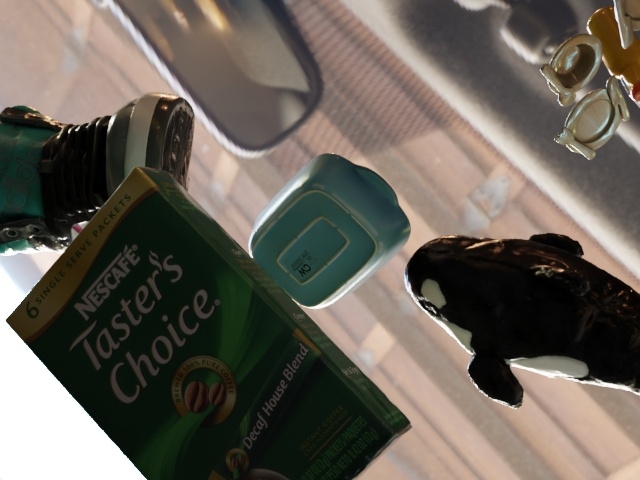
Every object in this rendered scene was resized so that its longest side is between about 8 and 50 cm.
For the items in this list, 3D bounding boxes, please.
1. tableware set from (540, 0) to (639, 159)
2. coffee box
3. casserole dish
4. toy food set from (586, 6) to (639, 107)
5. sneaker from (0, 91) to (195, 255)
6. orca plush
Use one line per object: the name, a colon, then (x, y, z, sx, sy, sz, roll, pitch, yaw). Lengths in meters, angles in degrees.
tableware set: (0.257, -0.151, 0.895, 0.141, 0.169, 0.020, 44, 5, -45)
coffee box: (-0.059, 0.064, 0.521, 0.184, 0.113, 0.040, 46, 12, 12)
casserole dish: (0.000, 0.000, 0.939, 0.114, 0.037, 0.188, 43, -40, -3)
toy food set: (0.380, -0.171, 1.110, 0.111, 0.232, 0.104, -31, -122, 23)
sneaker: (-0.192, -0.052, 0.801, 0.178, 0.123, 0.295, 11, -15, -6)
orca plush: (0.193, 0.068, 0.815, 0.287, 0.151, 0.102, 41, -11, 21)
